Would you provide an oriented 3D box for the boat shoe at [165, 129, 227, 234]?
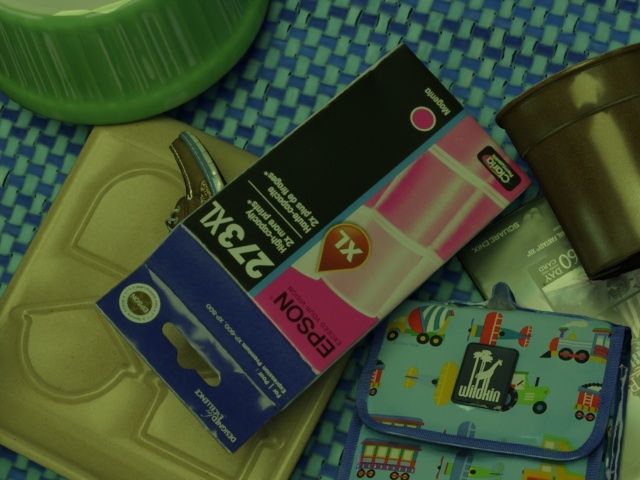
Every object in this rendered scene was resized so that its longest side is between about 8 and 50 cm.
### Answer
[{"bbox_3d":[-0.102,-0.013,1.666,0.066,0.066,0.183,-26,69,0],"label":"boat shoe"}]

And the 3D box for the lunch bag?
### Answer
[{"bbox_3d":[0.143,0.178,1.612,0.221,0.138,0.293,4,67,19],"label":"lunch bag"}]

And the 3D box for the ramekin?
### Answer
[{"bbox_3d":[-0.206,-0.274,1.756,0.303,0.148,0.303,-4,61,8],"label":"ramekin"}]

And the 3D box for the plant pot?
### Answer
[{"bbox_3d":[0.260,-0.063,1.617,0.167,0.167,0.165,-23,79,4],"label":"plant pot"}]

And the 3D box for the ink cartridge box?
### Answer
[{"bbox_3d":[0.000,0.000,1.619,0.371,0.069,0.176,-41,86,-24],"label":"ink cartridge box"}]

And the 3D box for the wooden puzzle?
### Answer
[{"bbox_3d":[-0.127,0.078,1.717,0.322,0.080,0.347,25,76,16],"label":"wooden puzzle"}]

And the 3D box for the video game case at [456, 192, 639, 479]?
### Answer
[{"bbox_3d":[0.271,0.070,1.667,0.196,0.026,0.274,-31,71,1],"label":"video game case"}]
